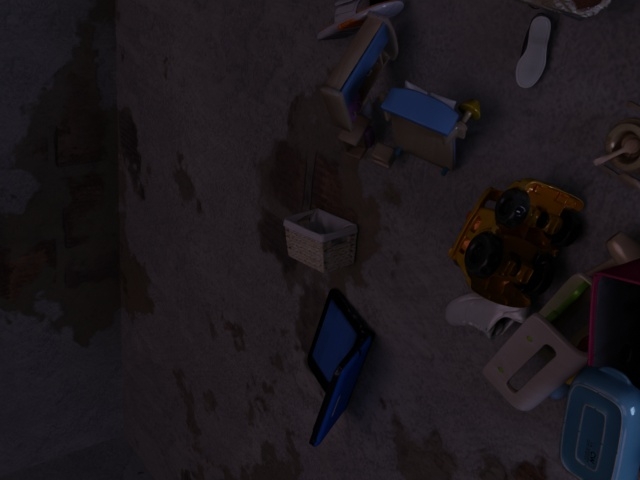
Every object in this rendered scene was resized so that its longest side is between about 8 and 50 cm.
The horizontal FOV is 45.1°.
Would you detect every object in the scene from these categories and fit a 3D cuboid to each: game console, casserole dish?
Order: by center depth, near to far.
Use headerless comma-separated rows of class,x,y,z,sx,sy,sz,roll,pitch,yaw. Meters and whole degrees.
casserole dish,0.372,0.259,1.033,0.114,0.037,0.189,28,123,49
game console,0.008,0.316,1.923,0.173,0.250,0.293,28,128,16

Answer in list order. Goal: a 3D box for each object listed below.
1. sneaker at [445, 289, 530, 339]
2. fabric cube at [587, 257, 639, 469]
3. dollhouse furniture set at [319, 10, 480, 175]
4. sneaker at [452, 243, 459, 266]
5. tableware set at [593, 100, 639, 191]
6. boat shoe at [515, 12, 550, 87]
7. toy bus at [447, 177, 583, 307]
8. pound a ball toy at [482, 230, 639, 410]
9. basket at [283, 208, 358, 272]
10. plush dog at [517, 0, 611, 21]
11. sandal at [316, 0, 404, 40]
sneaker,0.315,0.148,1.475,0.212,0.080,0.094,-33,49,53
fabric cube,0.537,0.162,1.023,0.254,0.258,0.259,18,115,51
dollhouse furniture set,0.195,-0.265,1.539,0.303,0.198,0.286,27,166,21
sneaker,0.303,0.031,1.519,0.118,0.067,0.042,-112,17,-73
tableware set,0.508,-0.117,1.166,0.194,0.039,0.128,42,132,40
boat shoe,0.362,-0.324,1.311,0.046,0.038,0.125,9,121,10
toy bus,0.329,-0.023,1.373,0.220,0.149,0.211,-64,23,17
pound a ball toy,0.424,0.152,1.279,0.136,0.208,0.319,46,154,16
basket,0.000,0.000,1.876,0.167,0.113,0.103,26,125,49
plush dog,0.358,-0.477,1.183,0.262,0.210,0.226,23,108,18
sandal,0.066,-0.486,1.629,0.265,0.101,0.076,-2,102,57
